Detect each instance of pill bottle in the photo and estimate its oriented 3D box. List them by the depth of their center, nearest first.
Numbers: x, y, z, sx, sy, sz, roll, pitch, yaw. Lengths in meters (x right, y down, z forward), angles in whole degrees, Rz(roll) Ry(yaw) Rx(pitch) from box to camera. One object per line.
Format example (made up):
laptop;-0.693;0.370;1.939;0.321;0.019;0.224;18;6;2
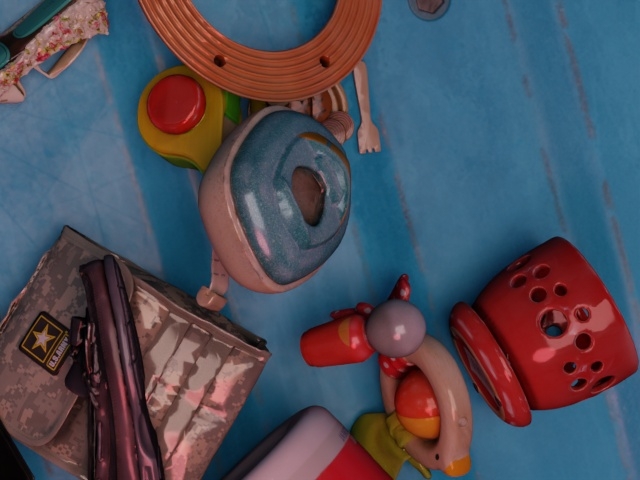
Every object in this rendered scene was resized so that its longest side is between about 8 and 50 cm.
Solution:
pill bottle;0.052;0.403;1.830;0.229;0.229;0.407;-43;92;-7

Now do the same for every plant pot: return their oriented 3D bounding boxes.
plant pot;0.259;0.115;1.942;0.174;0.191;0.191;-28;100;-7

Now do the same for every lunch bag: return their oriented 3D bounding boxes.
lunch bag;-0.233;0.147;1.842;0.287;0.169;0.235;30;91;-6

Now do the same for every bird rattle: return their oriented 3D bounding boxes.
bird rattle;0.117;0.173;1.915;0.143;0.207;0.253;-6;105;-31

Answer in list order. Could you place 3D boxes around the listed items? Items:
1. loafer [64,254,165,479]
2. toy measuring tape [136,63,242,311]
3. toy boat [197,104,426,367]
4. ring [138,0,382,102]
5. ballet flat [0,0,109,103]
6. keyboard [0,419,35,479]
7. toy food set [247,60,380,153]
loafer;-0.228;0.169;1.710;0.095;0.109;0.302;-11;100;-3
toy measuring tape;-0.154;-0.082;1.846;0.121;0.121;0.330;6;76;-14
toy boat;0.000;0.000;1.811;0.148;0.267;0.318;-15;111;27
ring;-0.076;-0.319;1.860;0.337;0.032;0.336;7;77;-30
ballet flat;-0.336;-0.203;1.836;0.241;0.091;0.077;-36;126;-5
keyboard;-0.396;0.215;1.810;0.100;0.038;0.192;-34;80;11
toy food set;-0.024;-0.149;1.932;0.192;0.038;0.132;-10;96;-13
